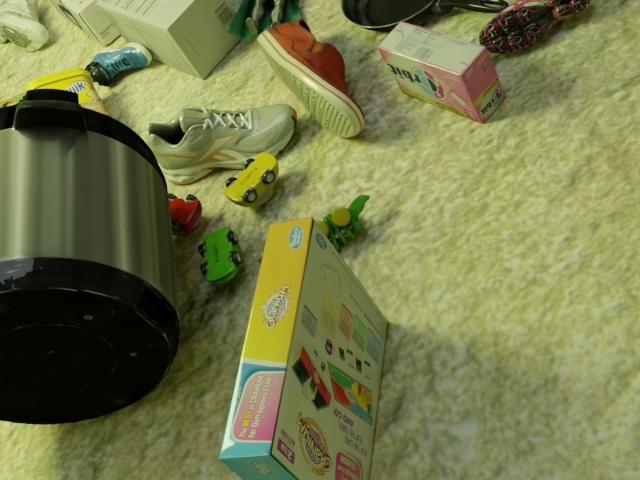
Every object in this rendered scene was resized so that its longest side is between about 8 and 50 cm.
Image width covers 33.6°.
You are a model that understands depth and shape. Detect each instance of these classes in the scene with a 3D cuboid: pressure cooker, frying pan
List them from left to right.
[{"bbox_3d":[-0.394,0.011,1.541,0.369,0.375,0.420,-29,49,22],"label":"pressure cooker"},{"bbox_3d":[0.187,-0.429,1.799,0.326,0.053,0.197,1,55,29],"label":"frying pan"}]

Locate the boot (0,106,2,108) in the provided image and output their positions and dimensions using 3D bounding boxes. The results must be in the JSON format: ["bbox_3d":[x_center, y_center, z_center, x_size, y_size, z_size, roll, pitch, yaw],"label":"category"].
[{"bbox_3d":[-0.447,-0.129,1.797,0.283,0.220,0.109,24,68,41],"label":"boot"}]

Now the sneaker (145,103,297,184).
[{"bbox_3d":[-0.169,-0.178,1.747,0.262,0.121,0.099,-18,48,16],"label":"sneaker"}]

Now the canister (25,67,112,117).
[{"bbox_3d":[-0.455,-0.232,1.954,0.126,0.073,0.170,-20,54,-22],"label":"canister"}]

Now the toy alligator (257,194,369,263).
[{"bbox_3d":[0.000,0.000,1.553,0.189,0.056,0.051,-32,85,3],"label":"toy alligator"}]

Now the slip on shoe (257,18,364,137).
[{"bbox_3d":[-0.004,-0.277,1.743,0.101,0.123,0.331,-32,40,-3],"label":"slip on shoe"}]

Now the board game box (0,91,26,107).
[{"bbox_3d":[-0.561,-0.237,2.077,0.170,0.048,0.141,-20,45,14],"label":"board game box"}]

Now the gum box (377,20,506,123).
[{"bbox_3d":[0.181,-0.259,1.620,0.062,0.107,0.188,-48,46,-14],"label":"gum box"}]

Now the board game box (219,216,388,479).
[{"bbox_3d":[-0.008,0.169,1.278,0.064,0.242,0.317,-10,49,25],"label":"board game box"}]

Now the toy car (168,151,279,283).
[{"bbox_3d":[-0.157,-0.013,1.651,0.239,0.053,0.225,-23,46,13],"label":"toy car"}]

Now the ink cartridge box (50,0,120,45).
[{"bbox_3d":[-0.465,-0.529,2.227,0.172,0.100,0.237,-43,45,-8],"label":"ink cartridge box"}]

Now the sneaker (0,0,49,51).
[{"bbox_3d":[-0.653,-0.486,2.312,0.232,0.090,0.115,23,65,40],"label":"sneaker"}]

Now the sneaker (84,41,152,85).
[{"bbox_3d":[-0.397,-0.336,2.054,0.152,0.058,0.085,6,52,39],"label":"sneaker"}]

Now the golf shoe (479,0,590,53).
[{"bbox_3d":[0.332,-0.349,1.649,0.186,0.067,0.086,-27,16,11],"label":"golf shoe"}]

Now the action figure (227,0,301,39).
[{"bbox_3d":[-0.088,-0.470,1.972,0.137,0.063,0.232,7,53,1],"label":"action figure"}]

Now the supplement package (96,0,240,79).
[{"bbox_3d":[-0.283,-0.423,2.005,0.244,0.139,0.134,28,72,41],"label":"supplement package"}]
